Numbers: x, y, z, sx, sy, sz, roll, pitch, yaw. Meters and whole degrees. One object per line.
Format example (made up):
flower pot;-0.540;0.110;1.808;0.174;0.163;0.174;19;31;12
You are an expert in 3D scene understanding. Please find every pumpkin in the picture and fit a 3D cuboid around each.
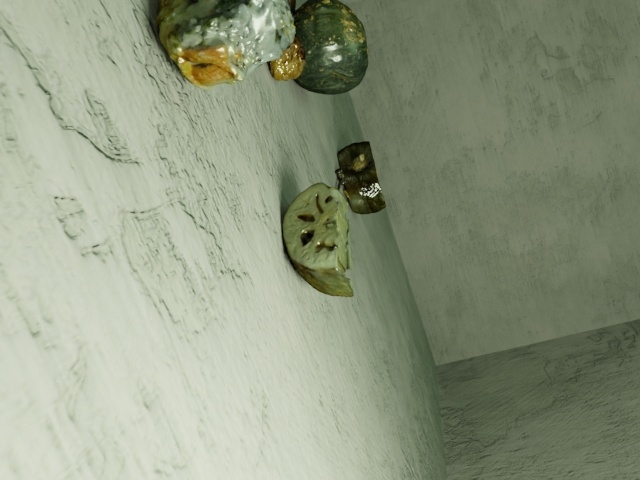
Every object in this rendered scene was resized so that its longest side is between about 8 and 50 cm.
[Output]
pumpkin;0.156;-0.257;2.007;0.222;0.139;0.317;62;18;-49
pumpkin;0.019;-0.598;1.604;0.328;0.257;0.292;-48;133;-83

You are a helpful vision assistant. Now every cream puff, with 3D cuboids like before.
cream puff;-0.090;-0.481;1.361;0.119;0.104;0.133;66;12;0

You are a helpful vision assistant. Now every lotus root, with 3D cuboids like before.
lotus root;0.000;0.000;1.058;0.119;0.138;0.235;47;29;-52

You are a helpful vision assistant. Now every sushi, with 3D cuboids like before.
sushi;-0.144;-0.352;0.783;0.139;0.184;0.274;53;23;-59

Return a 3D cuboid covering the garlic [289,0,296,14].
garlic;-0.118;-0.725;1.583;0.198;0.090;0.129;-86;169;-67

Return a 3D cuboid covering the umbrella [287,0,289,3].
umbrella;-0.151;-0.661;1.306;0.090;0.094;0.326;77;-9;-53

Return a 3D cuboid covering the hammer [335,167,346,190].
hammer;0.058;-0.171;1.752;0.292;0.029;0.058;-75;145;-63
